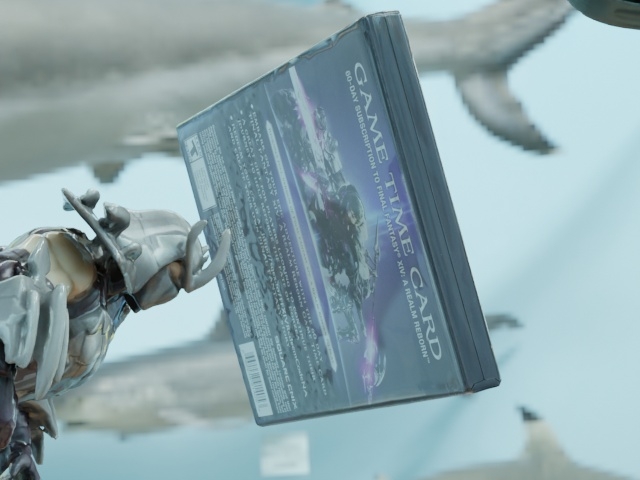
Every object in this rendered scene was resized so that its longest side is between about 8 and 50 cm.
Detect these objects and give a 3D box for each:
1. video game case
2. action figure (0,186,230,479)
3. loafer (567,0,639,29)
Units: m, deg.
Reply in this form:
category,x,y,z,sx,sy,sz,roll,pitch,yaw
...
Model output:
category,x,y,z,sx,sy,sz,roll,pitch,yaw
video game case,0.000,0.000,1.053,0.026,0.196,0.274,-14,-2,-27
action figure,-0.156,0.068,0.747,0.285,0.099,0.185,-31,-19,-14
loafer,0.270,-0.168,1.076,0.268,0.096,0.084,-3,-48,-17
